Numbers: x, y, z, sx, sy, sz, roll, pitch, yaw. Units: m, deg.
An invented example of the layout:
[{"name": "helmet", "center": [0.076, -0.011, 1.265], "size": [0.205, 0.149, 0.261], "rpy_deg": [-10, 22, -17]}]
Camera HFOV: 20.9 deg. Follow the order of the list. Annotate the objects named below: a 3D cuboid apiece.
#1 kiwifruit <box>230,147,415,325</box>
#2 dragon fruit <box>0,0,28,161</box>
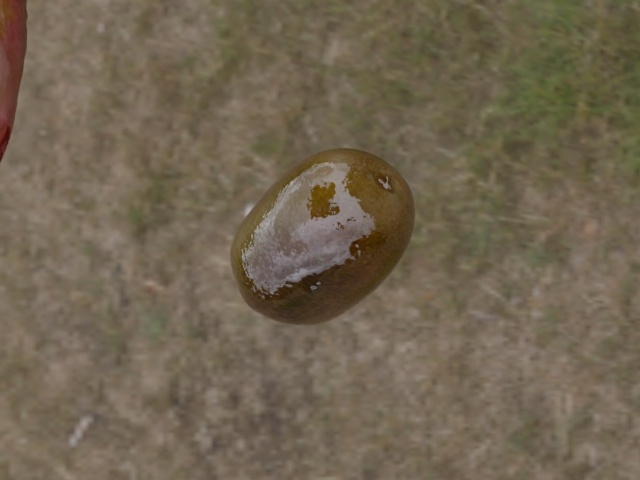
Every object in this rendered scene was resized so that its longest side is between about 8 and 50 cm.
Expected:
[{"name": "kiwifruit", "center": [0.000, 0.000, 0.884], "size": [0.124, 0.075, 0.075], "rpy_deg": [-41, 60, 46]}, {"name": "dragon fruit", "center": [-0.208, -0.113, 0.646], "size": [0.134, 0.211, 0.262], "rpy_deg": [-18, 75, 18]}]
